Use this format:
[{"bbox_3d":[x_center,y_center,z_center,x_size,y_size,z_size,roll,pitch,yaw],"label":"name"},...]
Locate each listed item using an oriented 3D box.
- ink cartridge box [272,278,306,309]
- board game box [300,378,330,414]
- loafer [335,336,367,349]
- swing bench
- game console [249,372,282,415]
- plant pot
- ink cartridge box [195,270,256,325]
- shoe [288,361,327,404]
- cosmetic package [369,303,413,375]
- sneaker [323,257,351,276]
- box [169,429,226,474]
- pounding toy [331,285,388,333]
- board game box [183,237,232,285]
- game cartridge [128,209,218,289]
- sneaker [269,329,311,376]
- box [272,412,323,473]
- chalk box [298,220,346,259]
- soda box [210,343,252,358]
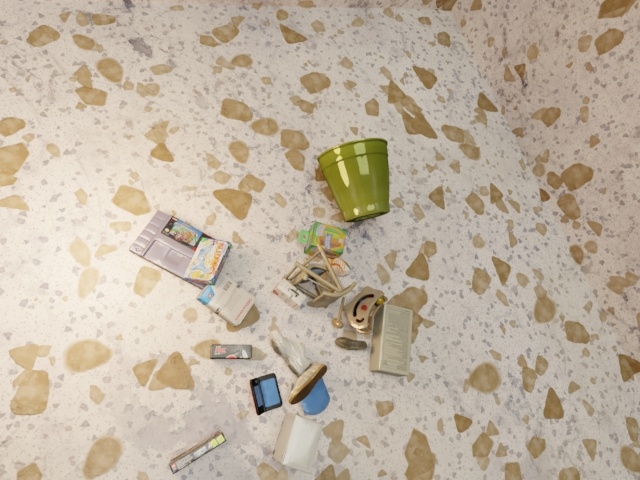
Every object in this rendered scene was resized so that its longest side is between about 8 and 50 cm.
[{"bbox_3d":[-0.141,0.246,1.830,0.135,0.099,0.056,40,62,-2],"label":"ink cartridge box"},{"bbox_3d":[-0.037,0.665,1.742,0.133,0.033,0.168,-17,77,-28],"label":"board game box"},{"bbox_3d":[0.140,0.485,1.864,0.148,0.050,0.056,11,62,2],"label":"loafer"},{"bbox_3d":[-0.010,0.185,1.813,0.165,0.253,0.254,-40,86,-27],"label":"swing bench"},{"bbox_3d":[-0.225,0.633,1.664,0.085,0.124,0.143,-18,75,3],"label":"game console"},{"bbox_3d":[0.197,-0.284,2.039,0.367,0.366,0.352,-10,86,-22],"label":"plant pot"},{"bbox_3d":[-0.404,0.251,1.726,0.203,0.086,0.148,42,62,-15],"label":"ink cartridge box"},{"bbox_3d":[-0.062,0.604,1.709,0.058,0.076,0.219,24,52,39],"label":"shoe"},{"bbox_3d":[0.336,0.471,1.899,0.160,0.113,0.309,16,66,-12],"label":"cosmetic package"},{"bbox_3d":[0.093,0.125,1.904,0.083,0.215,0.084,13,93,-26],"label":"sneaker"},{"bbox_3d":[-0.459,0.789,1.505,0.207,0.114,0.036,-24,79,-25],"label":"box"},{"bbox_3d":[0.186,0.324,1.844,0.269,0.155,0.154,-45,49,-5],"label":"pounding toy"},{"bbox_3d":[-0.477,0.087,1.709,0.136,0.035,0.201,8,58,14],"label":"board game box"},{"bbox_3d":[-0.617,0.037,1.774,0.355,0.068,0.230,29,68,-6],"label":"game cartridge"},{"bbox_3d":[-0.129,0.475,1.763,0.115,0.090,0.232,-39,94,-33],"label":"sneaker"},{"bbox_3d":[-0.093,0.795,1.589,0.119,0.181,0.181,24,64,-10],"label":"box"},{"bbox_3d":[0.000,0.000,1.954,0.213,0.132,0.132,15,65,-13],"label":"chalk box"},{"bbox_3d":[-0.375,0.468,1.691,0.169,0.053,0.060,4,69,-17],"label":"soda box"}]
